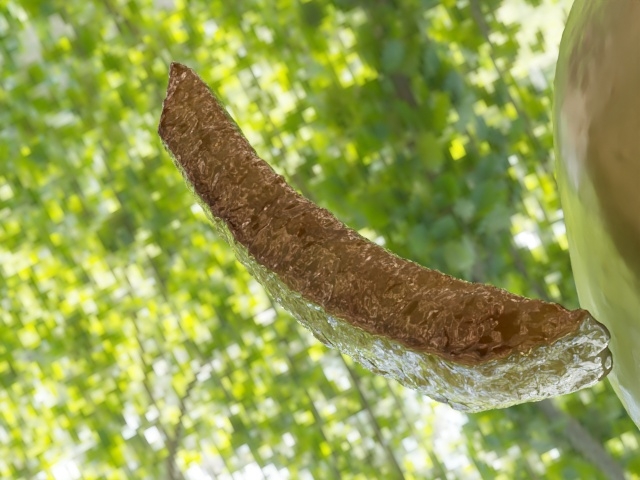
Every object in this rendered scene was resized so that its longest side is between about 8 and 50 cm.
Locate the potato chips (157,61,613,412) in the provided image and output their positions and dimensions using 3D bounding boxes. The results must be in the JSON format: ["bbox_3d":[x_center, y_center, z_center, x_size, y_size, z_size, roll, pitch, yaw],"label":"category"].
[{"bbox_3d":[0.000,0.000,0.819,0.080,0.057,0.407,-49,-143,-4],"label":"potato chips"}]

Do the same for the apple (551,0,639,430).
[{"bbox_3d":[0.333,-0.055,0.809,0.473,0.473,0.473,-26,-171,5],"label":"apple"}]
